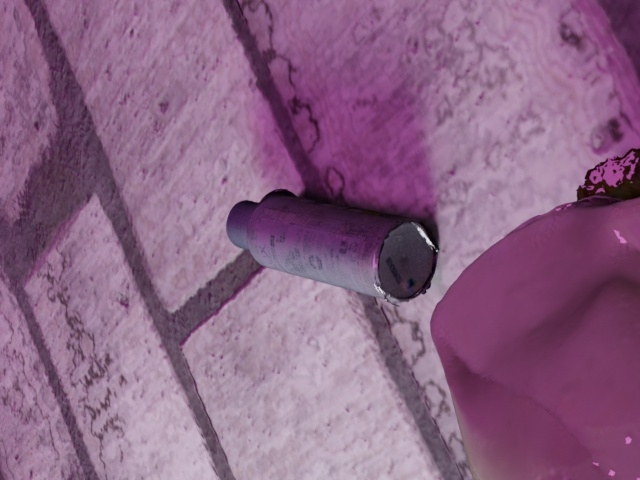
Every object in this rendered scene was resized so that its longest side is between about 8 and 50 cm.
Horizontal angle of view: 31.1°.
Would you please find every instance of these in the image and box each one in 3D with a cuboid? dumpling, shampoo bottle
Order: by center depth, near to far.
[{"bbox_3d":[0.212,0.110,0.626,0.260,0.181,0.341,-48,33,26],"label":"dumpling"},{"bbox_3d":[0.000,0.000,0.933,0.214,0.072,0.072,13,112,50],"label":"shampoo bottle"}]

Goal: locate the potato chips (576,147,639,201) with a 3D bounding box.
[{"bbox_3d":[0.231,-0.045,0.654,0.209,0.026,0.142,-1,98,52],"label":"potato chips"}]
